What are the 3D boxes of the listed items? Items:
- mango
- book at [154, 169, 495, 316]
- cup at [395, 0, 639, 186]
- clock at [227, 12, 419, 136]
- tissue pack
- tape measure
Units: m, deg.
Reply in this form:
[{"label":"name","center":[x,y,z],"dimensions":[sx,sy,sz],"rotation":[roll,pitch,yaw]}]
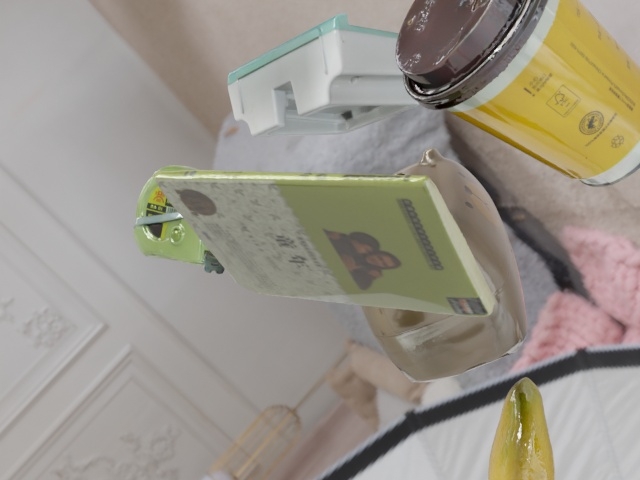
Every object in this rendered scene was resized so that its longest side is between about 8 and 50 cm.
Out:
[{"label":"mango","center":[0.375,0.415,1.797],"dimensions":[0.119,0.317,0.176],"rotation":[3,-177,3]},{"label":"book","center":[0.000,0.000,1.100],"dimensions":[0.352,0.035,0.239],"rotation":[4,147,32]},{"label":"cup","center":[0.225,-0.178,1.019],"dimensions":[0.279,0.196,0.196],"rotation":[29,173,-28]},{"label":"clock","center":[0.029,-0.218,1.393],"dimensions":[0.231,0.116,0.262],"rotation":[0,172,-39]},{"label":"tissue pack","center":[0.189,0.032,1.655],"dimensions":[0.277,0.267,0.387],"rotation":[58,-162,-23]},{"label":"tape measure","center":[-0.209,-0.035,1.450],"dimensions":[0.177,0.154,0.087],"rotation":[6,180,38]}]
